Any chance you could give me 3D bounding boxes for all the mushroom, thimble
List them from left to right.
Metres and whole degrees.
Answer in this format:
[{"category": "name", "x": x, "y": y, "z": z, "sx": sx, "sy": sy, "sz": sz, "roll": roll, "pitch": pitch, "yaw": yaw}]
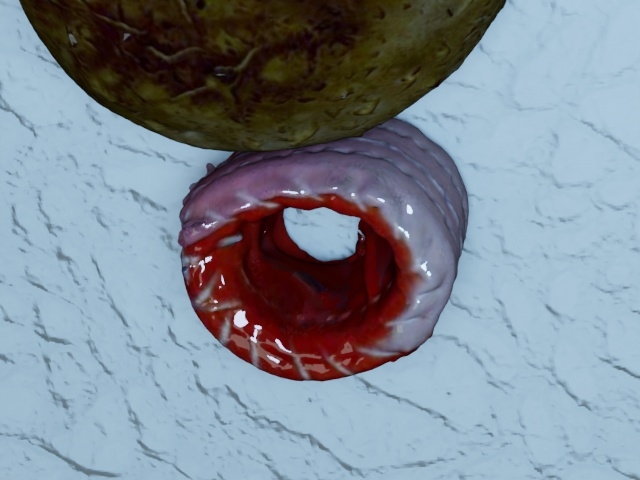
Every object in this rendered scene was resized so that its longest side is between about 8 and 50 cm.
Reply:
[{"category": "mushroom", "x": -0.029, "y": -0.201, "z": 1.171, "sx": 0.345, "sy": 0.239, "sz": 0.345, "roll": 12, "pitch": 146, "yaw": 8}, {"category": "thimble", "x": 0.007, "y": 0.003, "z": 1.306, "sx": 0.189, "sy": 0.125, "sz": 0.163, "roll": -5, "pitch": 114, "yaw": 16}]
